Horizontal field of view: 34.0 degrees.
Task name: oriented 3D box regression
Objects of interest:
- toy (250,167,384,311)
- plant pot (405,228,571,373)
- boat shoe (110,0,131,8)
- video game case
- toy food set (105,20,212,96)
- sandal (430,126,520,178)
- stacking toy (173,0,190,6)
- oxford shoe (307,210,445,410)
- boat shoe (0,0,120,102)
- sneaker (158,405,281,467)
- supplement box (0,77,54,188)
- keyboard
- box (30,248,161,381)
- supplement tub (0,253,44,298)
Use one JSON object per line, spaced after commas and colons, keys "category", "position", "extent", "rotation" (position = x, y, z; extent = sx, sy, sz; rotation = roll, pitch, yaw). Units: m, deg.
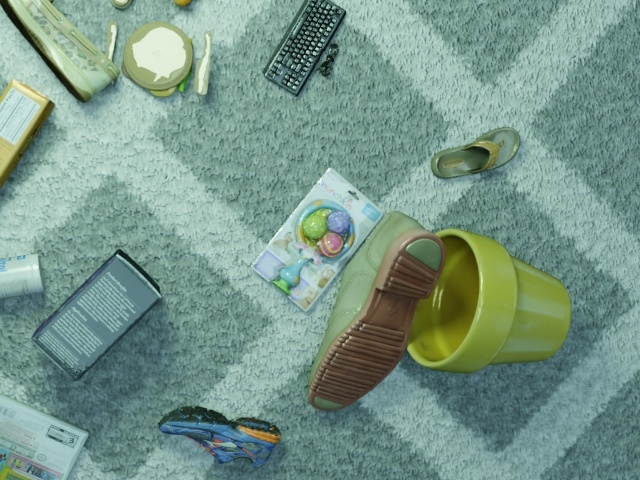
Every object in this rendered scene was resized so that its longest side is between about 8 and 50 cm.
{"category": "toy", "position": [0.000, 0.000, 1.907], "extent": [0.137, 0.056, 0.237], "rotation": [40, 86, -11]}
{"category": "plant pot", "position": [0.309, 0.121, 1.888], "extent": [0.239, 0.254, 0.254], "rotation": [11, 92, -27]}
{"category": "boat shoe", "position": [-0.339, -0.474, 1.821], "extent": [0.050, 0.045, 0.135], "rotation": [11, 92, -11]}
{"category": "video game case", "position": [-0.549, 0.384, 1.850], "extent": [0.212, 0.023, 0.193], "rotation": [26, 89, -11]}
{"category": "toy food set", "position": [-0.287, -0.321, 1.850], "extent": [0.192, 0.038, 0.132], "rotation": [7, 87, 0]}
{"category": "sandal", "position": [0.295, -0.159, 1.953], "extent": [0.180, 0.049, 0.072], "rotation": [-18, 97, -9]}
{"category": "stacking toy", "position": [-0.223, -0.555, 1.801], "extent": [0.166, 0.175, 0.301], "rotation": [9, 106, -9]}
{"category": "oxford shoe", "position": [0.086, 0.131, 1.906], "extent": [0.140, 0.146, 0.397], "rotation": [23, 106, -32]}
{"category": "boat shoe", "position": [-0.462, -0.371, 1.784], "extent": [0.089, 0.104, 0.285], "rotation": [-39, 105, -13]}
{"category": "sneaker", "position": [-0.185, 0.360, 1.887], "extent": [0.221, 0.083, 0.087], "rotation": [14, 96, -9]}
{"category": "supplement box", "position": [-0.551, -0.161, 1.788], "extent": [0.080, 0.078, 0.233], "rotation": [35, 87, -7]}
{"category": "keyboard", "position": [-0.016, -0.351, 1.900], "extent": [0.108, 0.023, 0.180], "rotation": [31, 89, -11]}
{"category": "box", "position": [-0.381, 0.124, 1.799], "extent": [0.207, 0.153, 0.108], "rotation": [-46, 99, -6]}
{"category": "supplement tub", "position": [-0.537, 0.064, 1.808], "extent": [0.107, 0.071, 0.071], "rotation": [-10, 95, -10]}
